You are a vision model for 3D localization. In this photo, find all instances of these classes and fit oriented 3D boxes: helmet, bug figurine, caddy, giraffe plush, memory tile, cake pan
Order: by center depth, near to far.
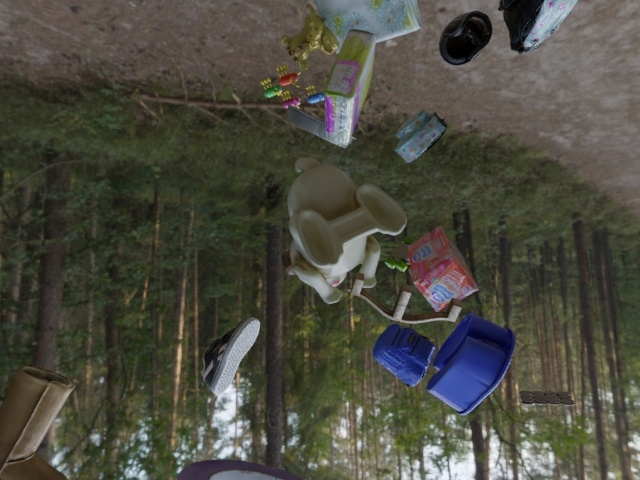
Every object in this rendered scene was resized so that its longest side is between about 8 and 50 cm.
[{"bbox_3d":[0.706,0.494,1.318,0.148,0.012,0.113,-5,176,20],"label":"memory tile"},{"bbox_3d":[0.488,0.401,1.342,0.179,0.341,0.241,28,-141,8],"label":"caddy"},{"bbox_3d":[0.506,-0.713,1.493,0.169,0.169,0.161,-2,-179,-18],"label":"helmet"},{"bbox_3d":[-0.048,-0.723,1.539,0.170,0.181,0.210,-42,180,6],"label":"giraffe plush"},{"bbox_3d":[-0.005,-0.426,1.579,0.293,0.054,0.293,25,-165,-7],"label":"cake pan"},{"bbox_3d":[-0.111,-0.619,1.754,0.216,0.072,0.279,-7,170,35],"label":"bug figurine"}]

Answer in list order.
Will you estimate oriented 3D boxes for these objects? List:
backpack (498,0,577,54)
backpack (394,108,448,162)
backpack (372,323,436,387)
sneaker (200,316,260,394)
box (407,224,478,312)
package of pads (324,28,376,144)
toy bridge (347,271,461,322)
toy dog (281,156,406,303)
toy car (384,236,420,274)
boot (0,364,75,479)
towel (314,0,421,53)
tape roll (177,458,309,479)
[{"bbox_3d":[0.498,-0.542,0.963,0.115,0.152,0.182,-20,172,2],"label":"backpack"},{"bbox_3d":[0.369,-0.396,1.610,0.144,0.188,0.166,37,171,-10],"label":"backpack"},{"bbox_3d":[0.187,0.242,0.939,0.120,0.101,0.098,32,-138,10],"label":"backpack"},{"bbox_3d":[-0.351,0.406,1.575,0.127,0.321,0.126,32,-176,31],"label":"sneaker"},{"bbox_3d":[0.398,0.087,1.416,0.154,0.142,0.300,-36,-168,19],"label":"box"},{"bbox_3d":[0.093,-0.500,1.363,0.101,0.296,0.229,16,156,8],"label":"package of pads"},{"bbox_3d":[0.136,0.106,0.711,0.188,0.063,0.026,15,-153,1],"label":"toy bridge"},{"bbox_3d":[0.000,0.000,1.236,0.284,0.395,0.408,-34,160,-23],"label":"toy dog"},{"bbox_3d":[0.406,0.104,1.827,0.188,0.155,0.149,47,167,-20],"label":"toy car"},{"bbox_3d":[-0.682,0.473,1.029,0.236,0.269,0.089,29,172,-22],"label":"boot"},{"bbox_3d":[0.156,-0.874,1.520,0.374,0.090,0.320,-1,135,32],"label":"towel"},{"bbox_3d":[-0.096,0.433,0.648,0.275,0.090,0.275,14,167,3],"label":"tape roll"}]
